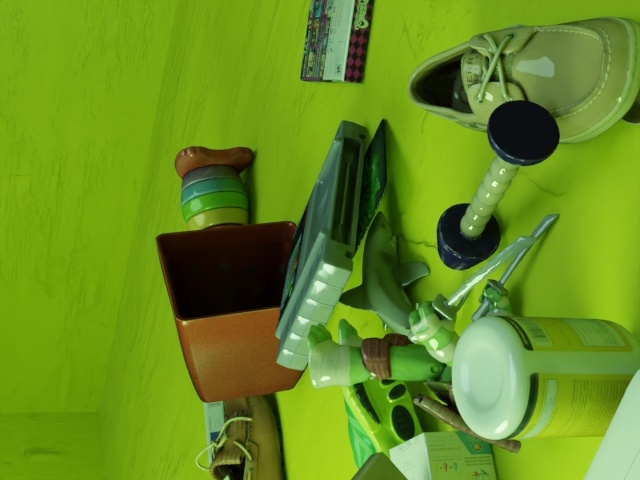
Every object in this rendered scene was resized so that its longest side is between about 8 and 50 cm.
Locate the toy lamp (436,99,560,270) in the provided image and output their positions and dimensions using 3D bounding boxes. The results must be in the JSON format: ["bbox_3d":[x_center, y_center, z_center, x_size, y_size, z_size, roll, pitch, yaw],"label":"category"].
[{"bbox_3d":[0.180,-0.043,0.915,0.274,0.080,0.080,97,167,-63],"label":"toy lamp"}]

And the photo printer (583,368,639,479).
[{"bbox_3d":[0.287,0.280,0.628,0.256,0.107,0.307,-123,42,-56],"label":"photo printer"}]

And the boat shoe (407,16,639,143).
[{"bbox_3d":[0.202,-0.166,0.890,0.341,0.110,0.121,-175,91,-70],"label":"boat shoe"}]

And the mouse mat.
[{"bbox_3d":[0.071,-0.080,1.275,0.189,0.007,0.152,-88,17,-49],"label":"mouse mat"}]

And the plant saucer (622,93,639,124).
[{"bbox_3d":[0.305,-0.149,0.780,0.083,0.015,0.083,-176,90,-68],"label":"plant saucer"}]

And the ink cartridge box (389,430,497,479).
[{"bbox_3d":[0.149,0.303,0.973,0.090,0.092,0.143,132,136,-54],"label":"ink cartridge box"}]

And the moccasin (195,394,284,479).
[{"bbox_3d":[-0.155,0.430,1.606,0.139,0.147,0.380,125,143,-51],"label":"moccasin"}]

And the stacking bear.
[{"bbox_3d":[-0.228,-0.047,1.872,0.164,0.175,0.289,-39,58,57],"label":"stacking bear"}]

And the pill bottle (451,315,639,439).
[{"bbox_3d":[0.216,0.119,0.726,0.103,0.184,0.103,-176,90,-68],"label":"pill bottle"}]

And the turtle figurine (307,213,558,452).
[{"bbox_3d":[0.129,0.079,0.890,0.198,0.266,0.274,-60,-41,-55],"label":"turtle figurine"}]

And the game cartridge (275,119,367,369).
[{"bbox_3d":[0.000,0.000,1.289,0.355,0.068,0.230,-82,16,-50],"label":"game cartridge"}]

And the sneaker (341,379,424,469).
[{"bbox_3d":[0.103,0.297,1.106,0.123,0.109,0.295,82,175,-59],"label":"sneaker"}]

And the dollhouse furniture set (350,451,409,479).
[{"bbox_3d":[0.048,0.341,0.904,0.151,0.144,0.123,48,147,-2],"label":"dollhouse furniture set"}]

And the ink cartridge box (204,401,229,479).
[{"bbox_3d":[-0.204,0.431,1.810,0.224,0.045,0.223,79,180,-59],"label":"ink cartridge box"}]

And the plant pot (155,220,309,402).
[{"bbox_3d":[-0.146,0.142,1.529,0.267,0.267,0.235,-119,27,-53],"label":"plant pot"}]

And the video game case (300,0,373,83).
[{"bbox_3d":[0.030,-0.389,1.448,0.210,0.042,0.232,-155,71,-66],"label":"video game case"}]

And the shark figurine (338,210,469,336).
[{"bbox_3d":[0.089,0.083,1.137,0.278,0.116,0.166,-127,45,-61],"label":"shark figurine"}]
